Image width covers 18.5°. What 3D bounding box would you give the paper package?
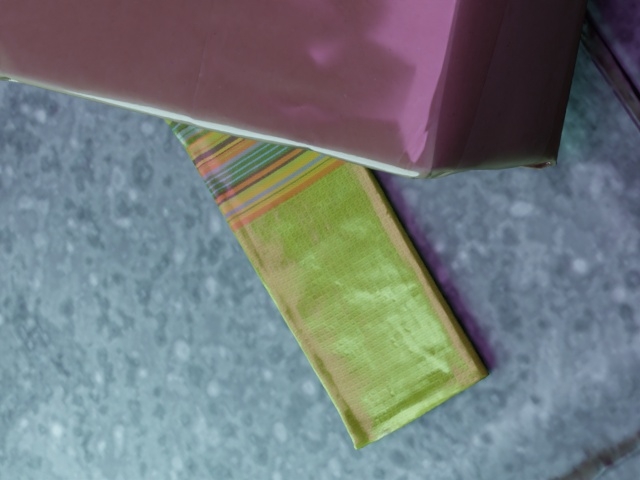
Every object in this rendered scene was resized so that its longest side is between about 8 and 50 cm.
[{"bbox_3d":[-0.008,-0.215,1.022,0.309,0.168,0.325,15,102,25],"label":"paper package"}]

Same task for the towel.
[{"bbox_3d":[0.000,0.000,1.155,0.102,0.021,0.237,-34,83,31],"label":"towel"}]
